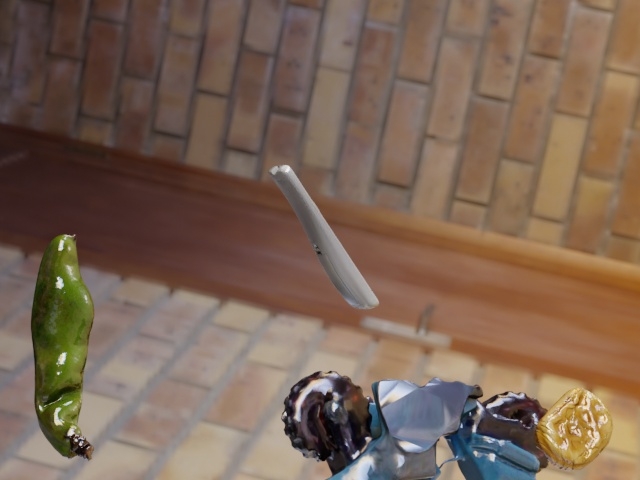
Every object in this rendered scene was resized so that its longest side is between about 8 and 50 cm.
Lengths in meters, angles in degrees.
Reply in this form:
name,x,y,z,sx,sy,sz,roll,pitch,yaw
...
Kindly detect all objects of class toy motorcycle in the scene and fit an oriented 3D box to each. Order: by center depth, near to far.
name,x,y,z,sx,sy,sz,roll,pitch,yaw
toy motorcycle,0.141,0.310,2.080,0.172,0.416,0.232,137,-43,-59

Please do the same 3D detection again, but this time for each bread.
name,x,y,z,sx,sy,sz,roll,pitch,yaw
bread,0.315,0.235,1.849,0.110,0.083,0.044,-40,172,-33

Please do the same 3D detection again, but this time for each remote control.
name,x,y,z,sx,sy,sz,roll,pitch,yaw
remote control,0.000,0.000,1.599,0.027,0.184,0.050,-37,-167,-19

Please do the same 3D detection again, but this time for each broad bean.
name,x,y,z,sx,sy,sz,roll,pitch,yaw
broad bean,-0.220,0.095,1.274,0.046,0.061,0.195,13,64,-50
